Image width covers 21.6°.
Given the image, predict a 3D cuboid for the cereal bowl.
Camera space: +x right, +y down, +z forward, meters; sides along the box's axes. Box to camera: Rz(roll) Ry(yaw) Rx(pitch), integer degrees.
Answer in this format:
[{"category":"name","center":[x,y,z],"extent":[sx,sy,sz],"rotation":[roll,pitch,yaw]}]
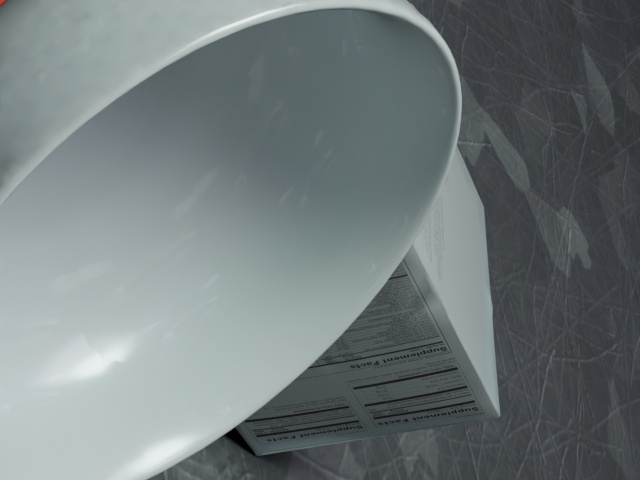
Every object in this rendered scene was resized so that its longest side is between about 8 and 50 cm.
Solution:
[{"category":"cereal bowl","center":[-0.097,-0.025,0.847],"extent":[0.141,0.339,0.339],"rotation":[48,20,26]}]

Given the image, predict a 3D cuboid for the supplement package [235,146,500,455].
[{"category":"supplement package","center":[0.000,0.000,1.215],"extent":[0.263,0.198,0.199],"rotation":[60,24,-51]}]

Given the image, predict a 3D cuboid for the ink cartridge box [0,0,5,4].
[{"category":"ink cartridge box","center":[-0.148,-0.180,1.005],"extent":[0.385,0.091,0.308],"rotation":[110,-17,-62]}]
